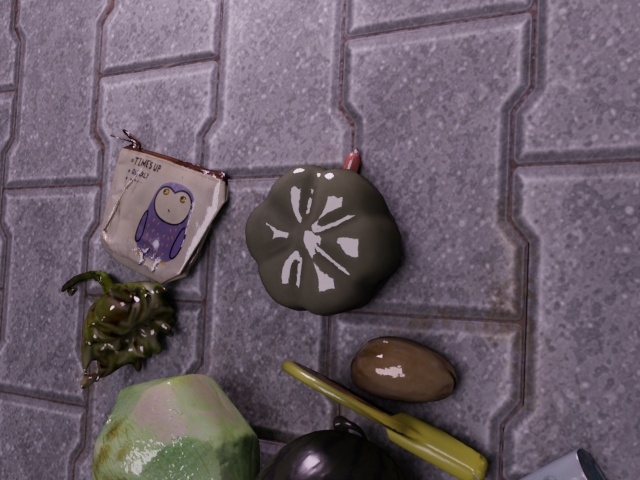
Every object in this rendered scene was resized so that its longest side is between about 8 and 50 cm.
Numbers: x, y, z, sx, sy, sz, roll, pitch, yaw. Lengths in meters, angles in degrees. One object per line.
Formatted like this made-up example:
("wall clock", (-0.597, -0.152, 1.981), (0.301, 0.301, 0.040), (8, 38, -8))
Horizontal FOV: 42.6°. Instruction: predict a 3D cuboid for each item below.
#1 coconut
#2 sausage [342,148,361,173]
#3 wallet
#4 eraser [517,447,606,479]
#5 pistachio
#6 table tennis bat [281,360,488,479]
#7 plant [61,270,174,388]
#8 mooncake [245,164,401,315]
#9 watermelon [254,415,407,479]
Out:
("coconut", (-0.274, 0.392, 1.496), (0.328, 0.281, 0.328), (-2, 87, 32))
("sausage", (0.031, -0.059, 1.481), (0.029, 0.029, 0.223), (23, 99, 33))
("wallet", (-0.348, -0.067, 1.714), (0.335, 0.068, 0.275), (21, 95, 32))
("eraser", (0.331, 0.434, 1.205), (0.227, 0.081, 0.174), (-37, 70, 25))
("pistachio", (0.132, 0.216, 1.346), (0.185, 0.108, 0.126), (3, 117, 29))
("table tennis bat", (0.099, 0.283, 1.317), (0.368, 0.224, 0.054), (27, 83, 13))
("plant", (-0.457, 0.120, 1.719), (0.251, 0.180, 0.333), (-47, 59, 9))
("mooncake", (0.000, 0.000, 1.408), (0.275, 0.135, 0.275), (-1, 89, 23))
("watermelon", (0.008, 0.457, 1.294), (0.279, 0.279, 0.359), (4, 54, 34))
